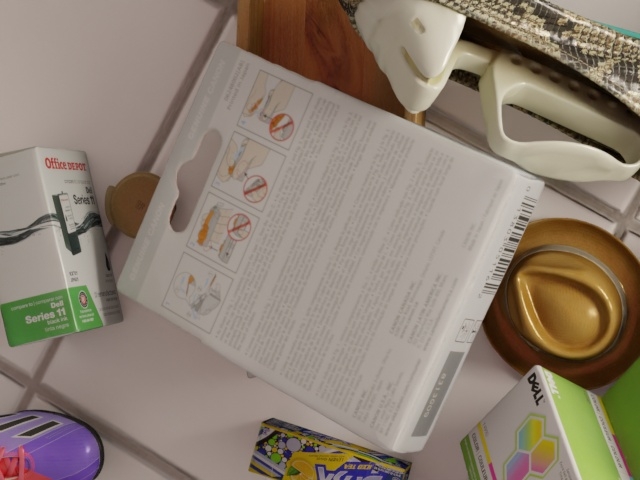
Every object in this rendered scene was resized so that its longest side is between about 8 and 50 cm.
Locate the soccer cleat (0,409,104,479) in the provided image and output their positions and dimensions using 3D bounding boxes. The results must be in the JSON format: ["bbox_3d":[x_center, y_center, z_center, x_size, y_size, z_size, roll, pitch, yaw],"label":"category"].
[{"bbox_3d":[-0.408,0.248,1.648,0.318,0.116,0.108,3,92,13],"label":"soccer cleat"}]

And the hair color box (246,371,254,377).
[{"bbox_3d":[-0.006,0.088,1.581,0.167,0.053,0.093,-11,98,12],"label":"hair color box"}]

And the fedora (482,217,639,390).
[{"bbox_3d":[0.255,0.069,1.512,0.194,0.079,0.194,0,91,13],"label":"fedora"}]

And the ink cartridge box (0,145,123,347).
[{"bbox_3d":[-0.303,0.004,1.602,0.087,0.153,0.208,-14,89,12],"label":"ink cartridge box"}]

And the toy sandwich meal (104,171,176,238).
[{"bbox_3d":[-0.204,-0.039,1.642,0.085,0.029,0.085,0,89,9],"label":"toy sandwich meal"}]

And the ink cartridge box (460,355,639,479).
[{"bbox_3d":[0.268,0.198,1.419,0.097,0.189,0.255,26,118,-25],"label":"ink cartridge box"}]

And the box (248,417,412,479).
[{"bbox_3d":[0.011,0.249,1.584,0.169,0.054,0.059,17,94,13],"label":"box"}]

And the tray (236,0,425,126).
[{"bbox_3d":[0.013,-0.185,1.566,0.203,0.076,0.411,3,91,13],"label":"tray"}]

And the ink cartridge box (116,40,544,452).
[{"bbox_3d":[0.000,0.000,1.512,0.385,0.091,0.308,27,98,28],"label":"ink cartridge box"}]

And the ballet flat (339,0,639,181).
[{"bbox_3d":[0.185,-0.174,1.423,0.483,0.164,0.182,25,68,-6],"label":"ballet flat"}]
